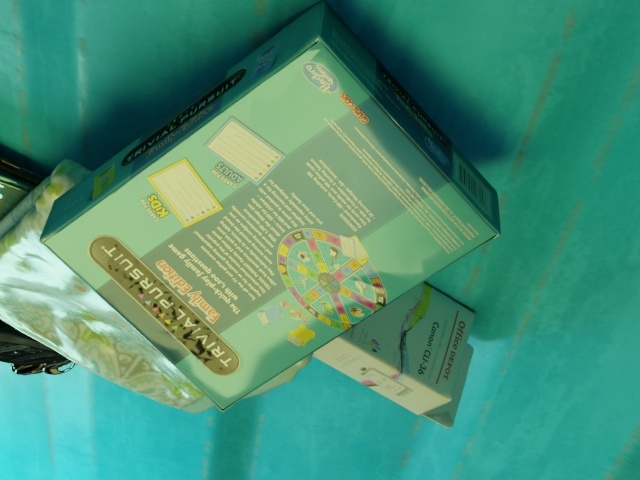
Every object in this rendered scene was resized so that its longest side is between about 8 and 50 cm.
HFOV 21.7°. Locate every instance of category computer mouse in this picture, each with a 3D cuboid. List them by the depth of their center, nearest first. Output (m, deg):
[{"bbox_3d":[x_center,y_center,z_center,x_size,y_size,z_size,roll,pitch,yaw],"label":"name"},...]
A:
[{"bbox_3d":[-0.369,0.109,2.047,0.189,0.072,0.272,-9,165,26],"label":"computer mouse"}]

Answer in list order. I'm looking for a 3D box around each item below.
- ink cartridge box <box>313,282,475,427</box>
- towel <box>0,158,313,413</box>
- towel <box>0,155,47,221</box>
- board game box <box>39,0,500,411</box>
[{"bbox_3d":[0.090,0.105,1.779,0.198,0.115,0.067,30,148,-18],"label":"ink cartridge box"},{"bbox_3d":[-0.203,0.067,1.792,0.320,0.090,0.374,31,155,-15],"label":"towel"},{"bbox_3d":[-0.433,-0.024,1.944,0.271,0.040,0.370,25,150,-14],"label":"towel"},{"bbox_3d":[-0.046,-0.023,1.529,0.336,0.079,0.254,-34,115,23],"label":"board game box"}]
